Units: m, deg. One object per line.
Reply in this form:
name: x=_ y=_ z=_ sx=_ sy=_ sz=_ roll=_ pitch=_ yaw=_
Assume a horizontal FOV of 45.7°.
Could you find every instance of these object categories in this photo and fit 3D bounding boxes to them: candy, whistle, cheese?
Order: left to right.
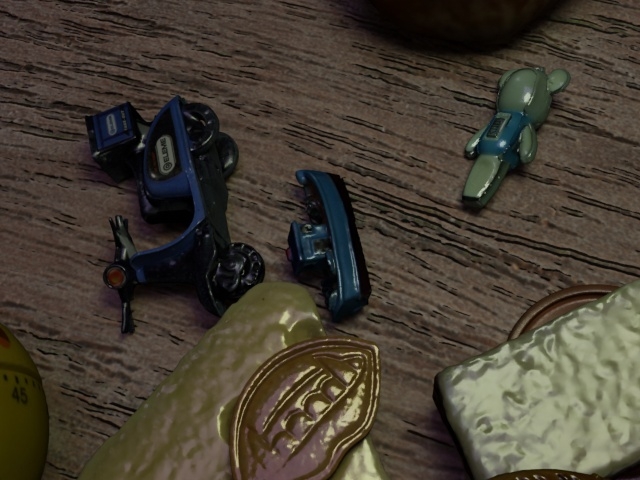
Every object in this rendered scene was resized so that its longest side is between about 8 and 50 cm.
cheese: x=-0.051 y=0.272 z=0.872 sx=0.384 sy=0.104 sz=0.384 roll=-3 pitch=63 yaw=6
whistle: x=0.263 y=-0.146 z=1.060 sx=0.114 sy=0.077 sz=0.236 roll=14 pitch=69 yaw=43
candy: x=0.295 y=0.176 z=0.844 sx=0.320 sy=0.135 sz=0.179 roll=-25 pitch=64 yaw=-3

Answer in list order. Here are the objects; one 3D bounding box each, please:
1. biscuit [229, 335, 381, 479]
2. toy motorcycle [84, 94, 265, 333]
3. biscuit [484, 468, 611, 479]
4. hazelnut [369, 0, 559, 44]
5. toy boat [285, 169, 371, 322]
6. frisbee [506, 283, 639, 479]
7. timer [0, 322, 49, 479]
biscuit: x=-0.019 y=0.188 z=0.835 sx=0.220 sy=0.029 sz=0.142 roll=-43 pitch=66 yaw=-15
toy motorcycle: x=-0.205 y=-0.041 z=1.040 sx=0.212 sy=0.125 sz=0.359 roll=-21 pitch=61 yaw=5
biscuit: x=0.216 y=0.376 z=0.739 sx=0.317 sy=0.040 sz=0.318 roll=0 pitch=96 yaw=-2
hazelnut: x=0.223 y=-0.476 z=1.093 sx=0.409 sy=0.359 sz=0.359 roll=-6 pitch=64 yaw=-1
toy boat: x=0.000 y=0.000 z=1.003 sx=0.097 sy=0.100 sz=0.223 roll=-6 pitch=61 yaw=-12
frisbee: x=0.346 y=0.171 z=0.923 sx=0.250 sy=0.021 sz=0.251 roll=-2 pitch=65 yaw=5
timer: x=-0.491 y=0.184 z=0.833 sx=0.376 sy=0.376 sz=0.387 roll=-29 pitch=70 yaw=-8
